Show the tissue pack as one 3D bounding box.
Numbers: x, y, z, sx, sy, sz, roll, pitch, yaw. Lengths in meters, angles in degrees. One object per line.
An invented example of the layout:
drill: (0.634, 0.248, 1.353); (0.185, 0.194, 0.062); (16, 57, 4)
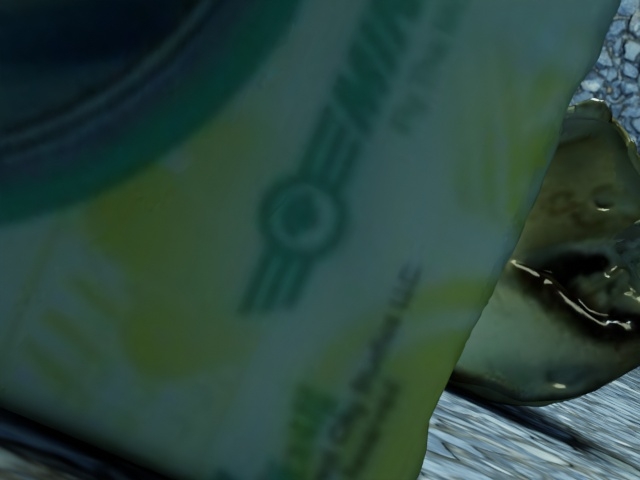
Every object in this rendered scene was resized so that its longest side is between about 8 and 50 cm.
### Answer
tissue pack: (-0.111, -0.129, 0.401); (0.388, 0.287, 0.162); (23, 0, -6)

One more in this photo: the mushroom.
mushroom: (0.110, -0.018, 1.011); (0.267, 0.189, 0.164); (56, 1, 9)
